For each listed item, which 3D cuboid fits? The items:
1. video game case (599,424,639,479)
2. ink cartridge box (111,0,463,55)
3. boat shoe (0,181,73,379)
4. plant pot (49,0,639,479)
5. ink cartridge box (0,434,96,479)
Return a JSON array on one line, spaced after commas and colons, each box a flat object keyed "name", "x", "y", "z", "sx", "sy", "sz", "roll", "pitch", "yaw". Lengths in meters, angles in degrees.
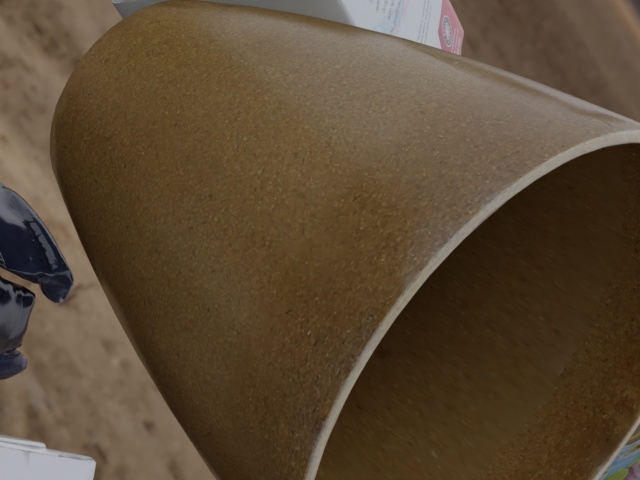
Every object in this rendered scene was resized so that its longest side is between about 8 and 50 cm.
[{"name": "video game case", "x": 0.268, "y": 0.115, "z": 1.134, "sx": 0.023, "sy": 0.212, "sz": 0.193, "roll": 51, "pitch": 6, "yaw": -18}, {"name": "ink cartridge box", "x": -0.011, "y": -0.126, "z": 0.948, "sx": 0.176, "sy": 0.127, "sz": 0.128, "roll": 59, "pitch": 33, "yaw": -42}, {"name": "boat shoe", "x": -0.272, "y": -0.037, "z": 0.861, "sx": 0.340, "sy": 0.127, "sz": 0.158, "roll": 42, "pitch": 13, "yaw": 32}, {"name": "plant pot", "x": 0.000, "y": 0.000, "z": 0.749, "sx": 0.254, "sy": 0.237, "sz": 0.237, "roll": 37, "pitch": -1, "yaw": 36}, {"name": "ink cartridge box", "x": -0.297, "y": 0.243, "z": 1.060, "sx": 0.197, "sy": 0.198, "sz": 0.270, "roll": 22, "pitch": 75, "yaw": -55}]
